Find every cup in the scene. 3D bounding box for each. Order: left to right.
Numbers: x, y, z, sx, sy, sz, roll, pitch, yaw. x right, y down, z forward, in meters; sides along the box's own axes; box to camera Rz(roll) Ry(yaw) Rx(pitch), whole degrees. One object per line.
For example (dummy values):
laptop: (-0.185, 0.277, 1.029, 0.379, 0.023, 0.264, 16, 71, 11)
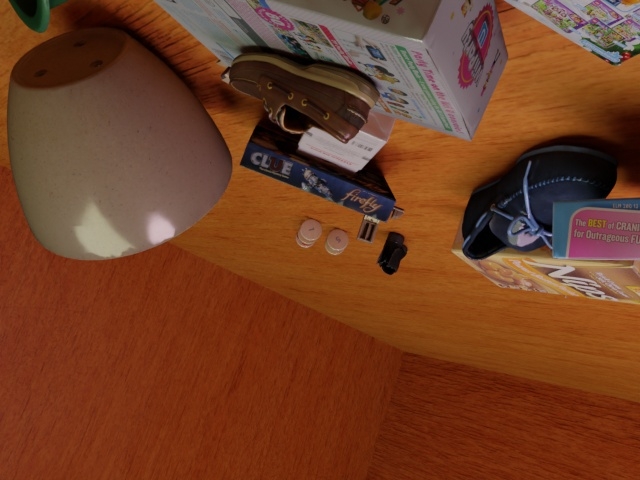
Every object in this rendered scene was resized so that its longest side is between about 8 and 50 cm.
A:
cup: (-0.322, -0.169, 1.008, 0.331, 0.331, 0.237, 13, 139, 26)

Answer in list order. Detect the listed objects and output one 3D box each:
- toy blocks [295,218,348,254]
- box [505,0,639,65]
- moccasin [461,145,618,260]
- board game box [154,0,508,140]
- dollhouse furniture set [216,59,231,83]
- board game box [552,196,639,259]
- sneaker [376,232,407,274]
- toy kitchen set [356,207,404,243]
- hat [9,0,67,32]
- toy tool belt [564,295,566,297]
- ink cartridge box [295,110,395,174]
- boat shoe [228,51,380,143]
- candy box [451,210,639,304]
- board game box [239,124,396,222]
toy blocks: (0.000, 0.000, 1.697, 0.123, 0.054, 0.148, 21, 167, -4)
box: (0.170, -0.238, 0.461, 0.293, 0.057, 0.201, 24, 168, -17)
moccasin: (0.304, -0.033, 0.972, 0.138, 0.116, 0.342, 20, 166, -3)
board game box: (-0.002, -0.207, 0.613, 0.303, 0.097, 0.224, 24, 179, 23)
dollhouse furniture set: (-0.129, -0.244, 0.853, 0.081, 0.091, 0.114, 43, 161, -24)
board game box: (0.444, -0.009, 0.723, 0.317, 0.064, 0.242, 0, 178, 38)
sneaker: (0.160, 0.039, 1.543, 0.051, 0.089, 0.170, 17, 166, 13)
toy kitchen set: (0.119, -0.032, 1.340, 0.068, 0.075, 0.083, 19, 171, -2)
hat: (-0.261, -0.336, 0.767, 0.208, 0.184, 0.173, 63, 152, -2)
toy tool belt: (0.494, 0.083, 1.318, 0.052, 0.051, 0.083, 19, 167, 3)
ink cartridge box: (0.033, -0.159, 0.980, 0.104, 0.060, 0.180, 21, 167, -8)
boat shoe: (-0.028, -0.133, 0.636, 0.178, 0.060, 0.064, 22, 179, 39)
candy box: (0.404, 0.027, 1.140, 0.317, 0.087, 0.183, 6, 161, 47)
board game box: (-0.004, -0.112, 1.107, 0.243, 0.042, 0.165, 21, -164, -8)
